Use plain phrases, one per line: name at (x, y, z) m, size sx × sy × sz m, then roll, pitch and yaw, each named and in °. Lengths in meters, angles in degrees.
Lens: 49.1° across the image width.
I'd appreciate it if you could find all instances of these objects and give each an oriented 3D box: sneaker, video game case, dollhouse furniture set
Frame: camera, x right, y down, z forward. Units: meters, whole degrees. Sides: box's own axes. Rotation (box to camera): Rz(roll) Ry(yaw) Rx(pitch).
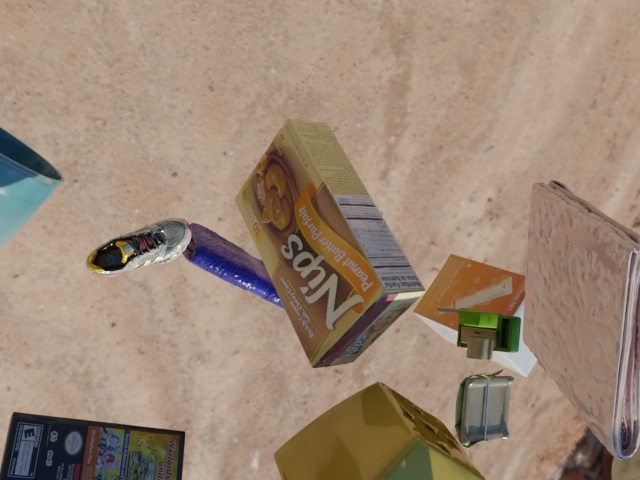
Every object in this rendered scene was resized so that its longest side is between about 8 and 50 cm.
sneaker at (-0.368, 0.020, 1.426) m, size 0.225 × 0.088 × 0.093 m, roll -25°, pitch 179°, yaw -4°
video game case at (-0.318, 0.387, 0.956) m, size 0.248 × 0.275 × 0.035 m, roll 14°, pitch 147°, yaw -24°
dollhouse furniture set at (0.344, 0.311, 1.638) m, size 0.197 × 0.151 × 0.302 m, roll 10°, pitch 84°, yaw -45°

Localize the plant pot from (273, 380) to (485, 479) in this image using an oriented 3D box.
plant pot at (0.093, 0.326, 0.954) m, size 0.212 × 0.212 × 0.187 m, roll 37°, pitch 96°, yaw -24°

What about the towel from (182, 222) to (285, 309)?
towel at (-0.177, 0.062, 1.630) m, size 0.308 × 0.227 × 0.076 m, roll 29°, pitch 90°, yaw -24°

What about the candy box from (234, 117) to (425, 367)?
candy box at (0.000, 0.000, 1.013) m, size 0.087 × 0.317 × 0.183 m, roll -1°, pitch 142°, yaw -40°

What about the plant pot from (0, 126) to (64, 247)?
plant pot at (-0.603, -0.071, 1.118) m, size 0.255 × 0.271 × 0.271 m, roll -54°, pitch 141°, yaw 0°

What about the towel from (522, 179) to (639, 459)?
towel at (0.389, 0.098, 1.048) m, size 0.053 × 0.332 × 0.317 m, roll -4°, pitch 110°, yaw -4°

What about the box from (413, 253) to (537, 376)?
box at (0.461, 0.198, 1.948) m, size 0.168 × 0.345 × 0.215 m, roll 41°, pitch 79°, yaw -30°

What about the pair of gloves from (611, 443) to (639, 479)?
pair of gloves at (0.592, 0.375, 1.154) m, size 0.042 × 0.240 × 0.204 m, roll 20°, pitch 80°, yaw -30°
